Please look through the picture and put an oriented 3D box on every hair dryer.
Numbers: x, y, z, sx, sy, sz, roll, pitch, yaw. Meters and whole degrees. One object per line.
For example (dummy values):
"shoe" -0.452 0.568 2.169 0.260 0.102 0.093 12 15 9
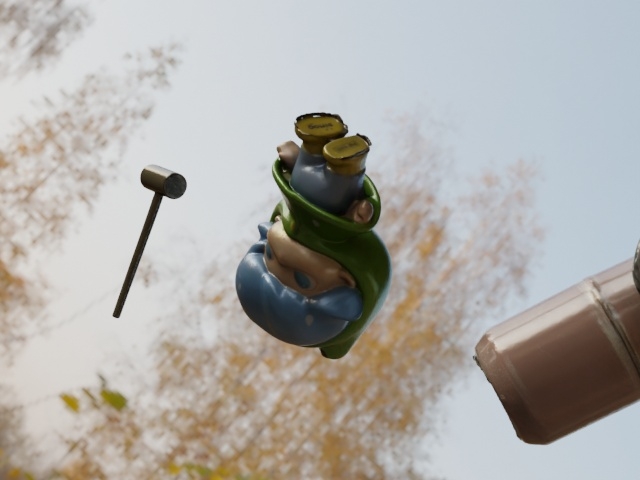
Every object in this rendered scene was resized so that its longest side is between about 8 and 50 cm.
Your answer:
"hair dryer" 0.246 0.108 1.139 0.107 0.189 0.344 63 5 16

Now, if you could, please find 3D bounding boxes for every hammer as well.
"hammer" -0.124 0.002 0.901 0.019 0.110 0.035 16 4 -38

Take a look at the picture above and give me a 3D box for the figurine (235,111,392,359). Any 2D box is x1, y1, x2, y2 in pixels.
"figurine" 0.000 0.000 1.287 0.162 0.143 0.263 35 -45 28

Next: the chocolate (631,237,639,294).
"chocolate" 0.271 -0.014 0.943 0.072 0.167 0.072 17 -37 14
